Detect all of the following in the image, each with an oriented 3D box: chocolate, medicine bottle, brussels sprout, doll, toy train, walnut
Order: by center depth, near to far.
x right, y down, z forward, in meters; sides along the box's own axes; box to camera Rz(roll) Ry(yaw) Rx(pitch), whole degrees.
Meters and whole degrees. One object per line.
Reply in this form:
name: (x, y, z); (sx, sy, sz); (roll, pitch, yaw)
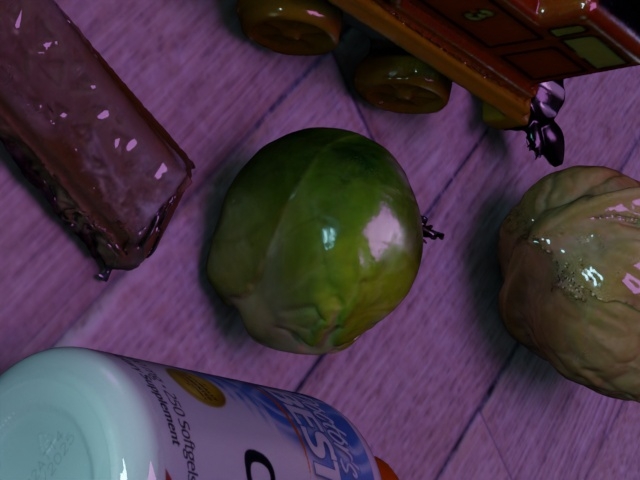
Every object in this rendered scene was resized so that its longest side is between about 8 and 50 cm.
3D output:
chocolate: (-0.173, -0.113, 0.902); (0.329, 0.065, 0.102); (53, 46, -37)
medicine bottle: (-0.065, 0.159, 0.930); (0.288, 0.157, 0.157); (18, 71, -51)
brussels sprout: (0.003, 0.000, 1.060); (0.117, 0.155, 0.155); (-9, 93, -54)
toy train: (0.097, -0.202, 1.136); (0.369, 0.231, 0.163); (24, 65, -48)
walnut: (0.253, 0.038, 1.350); (0.245, 0.198, 0.198); (28, 63, -41)
doll: (0.183, -0.171, 1.385); (0.091, 0.067, 0.219); (29, 57, -44)

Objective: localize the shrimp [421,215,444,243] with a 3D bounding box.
shrimp: (0.031, 0.000, 1.191); (0.161, 0.034, 0.091); (10, 89, -46)
